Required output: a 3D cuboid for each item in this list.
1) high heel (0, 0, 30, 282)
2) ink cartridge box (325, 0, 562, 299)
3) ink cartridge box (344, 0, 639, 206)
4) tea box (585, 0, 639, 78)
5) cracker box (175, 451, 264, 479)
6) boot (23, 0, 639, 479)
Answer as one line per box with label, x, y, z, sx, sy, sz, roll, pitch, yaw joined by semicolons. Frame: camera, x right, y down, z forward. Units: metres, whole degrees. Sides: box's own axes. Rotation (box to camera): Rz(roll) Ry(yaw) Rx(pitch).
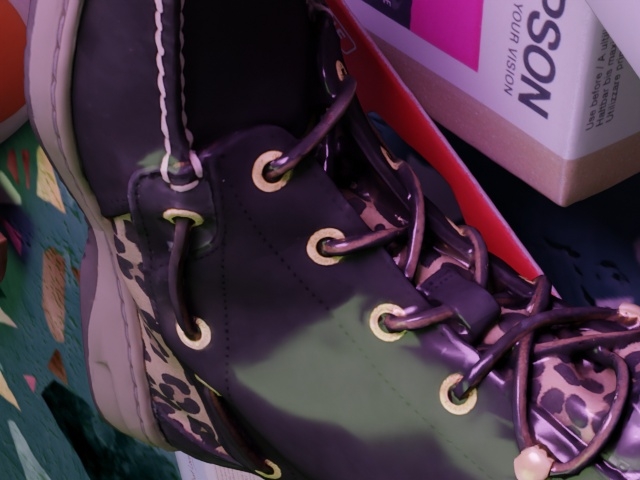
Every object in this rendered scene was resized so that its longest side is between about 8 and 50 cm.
high heel;-0.299;-0.114;1.224;0.181;0.127;0.377;51;145;22
ink cartridge box;0.000;0.000;0.828;0.296;0.066;0.261;53;162;-7
ink cartridge box;0.073;-0.162;0.677;0.193;0.088;0.234;39;141;36
tea box;0.155;-0.199;0.328;0.329;0.220;0.323;56;163;3
cracker box;0.002;0.182;1.050;0.232;0.067;0.155;27;139;42
boot;0.036;0.012;0.652;0.284;0.138;0.377;28;141;20
